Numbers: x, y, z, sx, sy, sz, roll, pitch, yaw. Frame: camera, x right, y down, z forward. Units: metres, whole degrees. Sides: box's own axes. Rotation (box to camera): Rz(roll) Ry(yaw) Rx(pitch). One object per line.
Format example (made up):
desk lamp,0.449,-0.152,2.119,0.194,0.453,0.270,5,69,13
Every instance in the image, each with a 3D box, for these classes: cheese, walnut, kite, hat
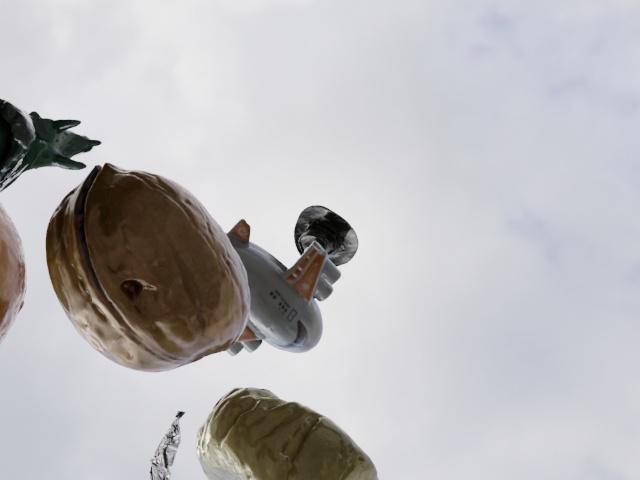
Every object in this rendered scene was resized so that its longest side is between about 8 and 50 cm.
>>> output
cheese,-0.044,0.267,1.178,0.214,0.226,0.117,26,-123,22
walnut,-0.141,0.023,0.821,0.144,0.180,0.144,-27,-168,6
kite,-0.204,0.325,1.328,0.009,0.232,0.189,11,-176,-19
hat,0.000,0.000,1.638,0.121,0.121,0.050,11,-152,28

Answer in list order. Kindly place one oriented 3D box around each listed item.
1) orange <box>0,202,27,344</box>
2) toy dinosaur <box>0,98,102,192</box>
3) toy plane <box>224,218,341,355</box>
orange,-0.372,0.034,0.915,0.219,0.219,0.193,-28,-152,-8
toy dinosaur,-0.294,-0.068,0.713,0.292,0.079,0.120,-4,-175,-29
toy plane,-0.089,0.078,1.509,0.245,0.244,0.117,-13,-156,7
